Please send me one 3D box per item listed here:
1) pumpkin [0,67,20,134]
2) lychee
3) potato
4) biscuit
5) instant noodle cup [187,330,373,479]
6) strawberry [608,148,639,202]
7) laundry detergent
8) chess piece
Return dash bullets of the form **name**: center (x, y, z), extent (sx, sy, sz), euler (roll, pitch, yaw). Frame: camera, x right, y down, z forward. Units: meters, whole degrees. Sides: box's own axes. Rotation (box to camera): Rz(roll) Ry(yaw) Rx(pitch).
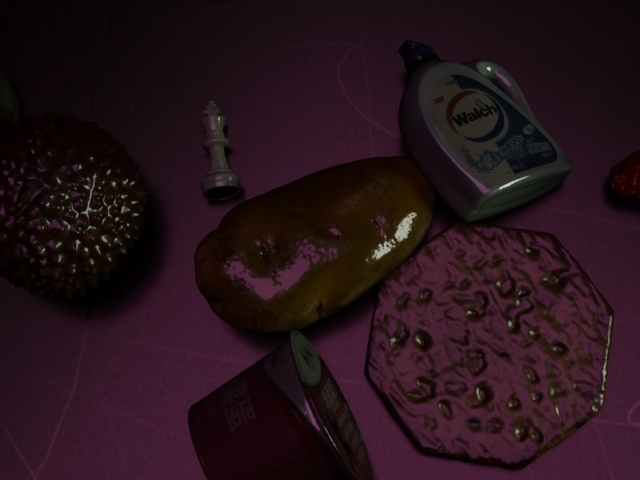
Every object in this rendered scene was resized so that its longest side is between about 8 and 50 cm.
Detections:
- **pumpkin**: center (-0.553, -0.158, 1.883), extent (0.248, 0.131, 0.126), euler (-39, 78, -3)
- **lychee**: center (-0.370, -0.052, 1.784), extent (0.267, 0.267, 0.268), euler (-1, 77, 4)
- **potato**: center (0.000, 0.000, 1.803), extent (0.369, 0.195, 0.176), euler (-28, 114, -12)
- **biscuit**: center (0.234, 0.145, 1.802), extent (0.359, 0.046, 0.359), euler (-1, 76, 4)
- **instant noodle cup**: center (-0.057, 0.261, 1.712), extent (0.178, 0.235, 0.235), euler (-27, 77, 6)
- **strawberry**: center (0.457, -0.089, 1.824), extent (0.096, 0.083, 0.083), euler (4, 77, 9)
- **laundry detergent**: center (0.212, -0.176, 1.838), extent (0.214, 0.105, 0.281), euler (-19, 67, -29)
- **chess piece**: center (-0.152, -0.138, 1.890), extent (0.059, 0.059, 0.149), euler (-8, 72, 2)
